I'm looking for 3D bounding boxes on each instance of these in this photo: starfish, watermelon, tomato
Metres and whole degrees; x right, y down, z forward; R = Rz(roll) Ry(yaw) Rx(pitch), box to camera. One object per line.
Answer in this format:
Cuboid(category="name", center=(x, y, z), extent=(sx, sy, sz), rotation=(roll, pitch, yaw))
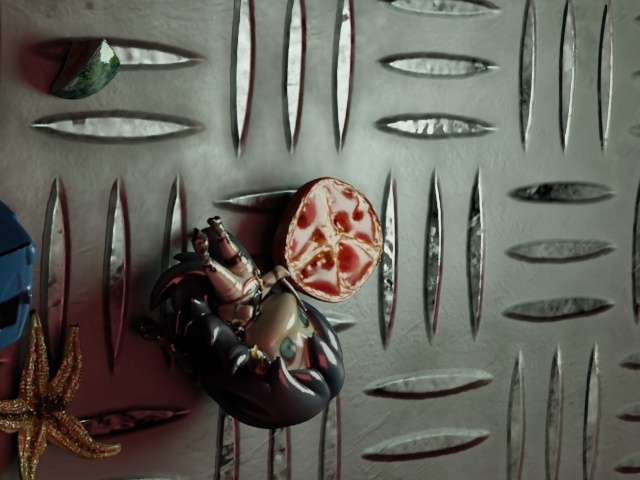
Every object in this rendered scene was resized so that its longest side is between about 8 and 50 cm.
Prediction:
Cuboid(category="starfish", center=(-0.317, 0.189, 1.873), extent=(0.216, 0.050, 0.223), rotation=(18, 72, -33))
Cuboid(category="watermelon", center=(-0.266, -0.193, 1.883), extent=(0.085, 0.085, 0.061), rotation=(-15, 64, -37))
Cuboid(category="tomato", center=(0.000, 0.000, 2.099), extent=(0.155, 0.069, 0.156), rotation=(-3, 94, -37))

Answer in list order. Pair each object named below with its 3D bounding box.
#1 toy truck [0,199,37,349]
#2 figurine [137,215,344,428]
Cuboid(category="toy truck", center=(-0.463, 0.081, 1.661), extent=(0.385, 0.161, 0.162), rotation=(-30, 144, -33))
Cuboid(category="figurine", center=(-0.089, 0.100, 1.961), extent=(0.175, 0.197, 0.265), rotation=(-43, 100, -27))
